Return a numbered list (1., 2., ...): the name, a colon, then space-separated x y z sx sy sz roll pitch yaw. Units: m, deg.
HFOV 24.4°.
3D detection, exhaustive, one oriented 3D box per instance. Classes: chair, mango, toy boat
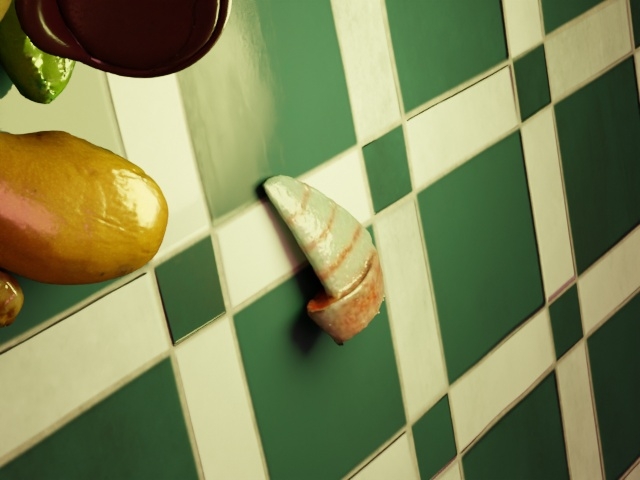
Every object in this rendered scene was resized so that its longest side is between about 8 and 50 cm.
1. chair: -0.202 -0.335 1.681 0.401 0.226 0.227 -85 157 -56
2. mango: -0.326 -0.041 1.753 0.359 0.144 0.187 6 73 -46
3. toy boat: 0.000 0.000 2.249 0.282 0.096 0.206 56 44 -23
4. mango: -0.341 -0.249 1.743 0.119 0.100 0.178 -37 126 -56

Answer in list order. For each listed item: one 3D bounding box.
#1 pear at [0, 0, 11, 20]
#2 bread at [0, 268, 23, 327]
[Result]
1. pear: -0.446 -0.279 1.429 0.309 0.309 0.309 -7 99 -52
2. bread: -0.454 0.027 1.607 0.084 0.077 0.367 -58 146 -1
